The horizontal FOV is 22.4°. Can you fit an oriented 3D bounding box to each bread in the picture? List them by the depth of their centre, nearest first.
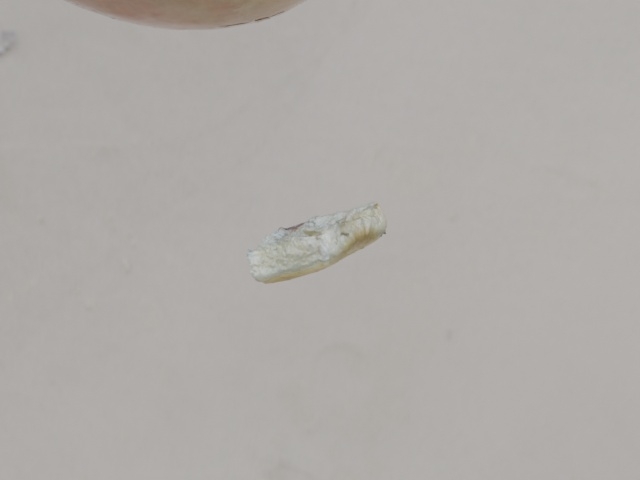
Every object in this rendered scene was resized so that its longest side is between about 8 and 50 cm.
[{"bbox_3d":[0.000,0.000,1.066,0.083,0.070,0.035,-23,94,-47],"label":"bread"}]

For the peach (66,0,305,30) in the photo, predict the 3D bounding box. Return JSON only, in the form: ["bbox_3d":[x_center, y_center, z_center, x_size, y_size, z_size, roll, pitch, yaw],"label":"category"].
[{"bbox_3d":[-0.024,-0.178,0.519,0.232,0.232,0.232,5,58,-7],"label":"peach"}]
